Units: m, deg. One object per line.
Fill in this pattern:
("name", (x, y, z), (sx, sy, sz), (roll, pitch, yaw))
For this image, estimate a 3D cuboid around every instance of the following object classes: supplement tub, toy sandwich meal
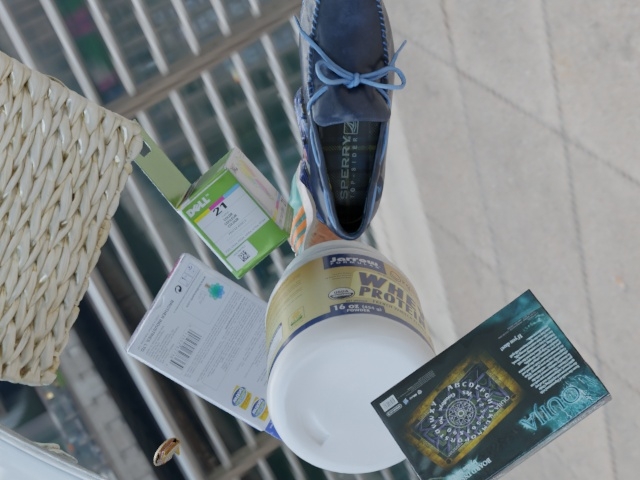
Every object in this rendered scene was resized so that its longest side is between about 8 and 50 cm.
("supplement tub", (0.037, 0.146, 1.531), (0.316, 0.228, 0.228), (-99, -14, -67))
("toy sandwich meal", (-0.341, 0.477, 2.493), (0.029, 0.085, 0.086), (34, 157, 21))

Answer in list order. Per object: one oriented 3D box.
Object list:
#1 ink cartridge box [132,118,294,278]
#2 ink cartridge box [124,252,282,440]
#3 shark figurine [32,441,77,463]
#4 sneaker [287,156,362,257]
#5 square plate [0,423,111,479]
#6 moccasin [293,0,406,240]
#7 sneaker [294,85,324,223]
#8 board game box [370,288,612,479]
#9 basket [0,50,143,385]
("ink cartridge box", (-0.157, -0.089, 1.552), (0.255, 0.097, 0.189), (49, -171, -10))
("ink cartridge box", (-0.139, 0.178, 1.806), (0.311, 0.186, 0.065), (32, 172, -12))
("shark figurine", (-0.504, 0.385, 1.795), (0.278, 0.166, 0.116), (142, 139, -61))
("sneaker", (0.000, 0.000, 1.908), (0.121, 0.108, 0.302), (117, 154, -51))
("square plate", (-0.260, 0.341, 1.021), (0.344, 0.049, 0.348), (15, 106, 34))
("moccasin", (0.047, -0.164, 1.352), (0.117, 0.137, 0.342), (-106, 9, -67))
("sneaker", (-0.001, -0.119, 1.599), (0.087, 0.083, 0.221), (-29, 70, 49))
("board game box", (0.155, 0.148, 1.024), (0.126, 0.186, 0.026), (56, -176, 26))
("basket", (-0.419, -0.048, 1.157), (0.331, 0.329, 0.266), (17, 176, 37))
